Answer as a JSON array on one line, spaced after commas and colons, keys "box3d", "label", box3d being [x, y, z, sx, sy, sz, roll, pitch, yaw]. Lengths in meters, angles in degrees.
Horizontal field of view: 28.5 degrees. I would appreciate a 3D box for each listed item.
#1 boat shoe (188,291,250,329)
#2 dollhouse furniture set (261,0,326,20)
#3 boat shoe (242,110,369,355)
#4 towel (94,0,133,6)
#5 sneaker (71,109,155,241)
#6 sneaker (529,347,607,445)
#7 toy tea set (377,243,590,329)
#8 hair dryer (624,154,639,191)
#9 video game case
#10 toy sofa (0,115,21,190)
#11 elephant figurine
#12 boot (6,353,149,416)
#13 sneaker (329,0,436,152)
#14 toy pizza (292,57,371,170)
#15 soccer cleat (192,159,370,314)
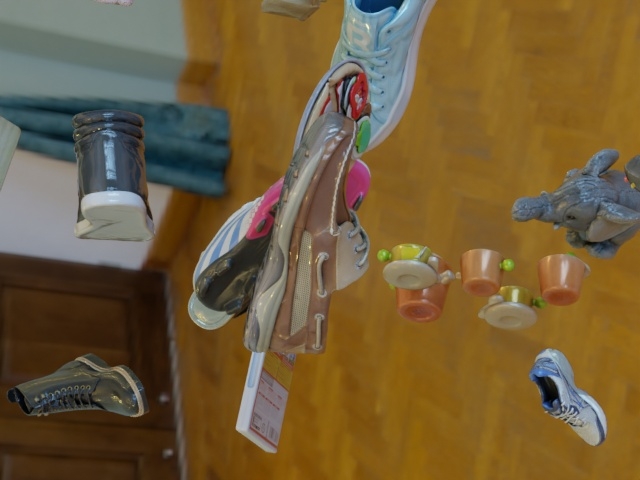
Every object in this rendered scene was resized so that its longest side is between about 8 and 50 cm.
[{"box3d": [-0.120, 0.042, 2.474, 0.340, 0.127, 0.113, -53, -11, -6], "label": "boat shoe"}, {"box3d": [-0.060, -0.349, 1.474, 0.144, 0.151, 0.123, 160, 116, -67], "label": "dollhouse furniture set"}, {"box3d": [0.000, 0.000, 1.440, 0.123, 0.116, 0.324, -80, 7, -54], "label": "boat shoe"}, {"box3d": [-0.335, -0.440, 1.416, 0.053, 0.331, 0.317, 33, 114, 53], "label": "towel"}, {"box3d": [-0.263, -0.082, 1.612, 0.296, 0.104, 0.147, 129, 140, -76], "label": "sneaker"}, {"box3d": [0.300, 0.203, 1.559, 0.135, 0.058, 0.052, 54, 134, 0], "label": "sneaker"}, {"box3d": [0.260, 0.048, 2.028, 0.200, 0.336, 0.124, 88, -171, -59], "label": "toy tea set"}, {"box3d": [0.431, -0.080, 1.281, 0.224, 0.080, 0.293, -49, 33, 18], "label": "hair dryer"}, {"box3d": [-0.085, 0.223, 2.263, 0.204, 0.025, 0.285, 57, -138, -66], "label": "video game case"}, {"box3d": [-0.571, -0.115, 1.577, 0.362, 0.177, 0.150, 5, 71, 34], "label": "toy sofa"}, {"box3d": [0.432, -0.059, 1.997, 0.169, 0.239, 0.186, 32, 92, 23], "label": "elephant figurine"}, {"box3d": [-0.344, 0.228, 1.796, 0.198, 0.137, 0.077, 7, 111, 53], "label": "boot"}, {"box3d": [0.068, -0.292, 1.786, 0.135, 0.150, 0.366, 26, 110, 26], "label": "sneaker"}, {"box3d": [0.024, -0.134, 1.623, 0.032, 0.201, 0.201, 19, 104, 21], "label": "toy pizza"}, {"box3d": [-0.067, -0.033, 1.836, 0.331, 0.116, 0.143, -40, 28, 20], "label": "soccer cleat"}]
